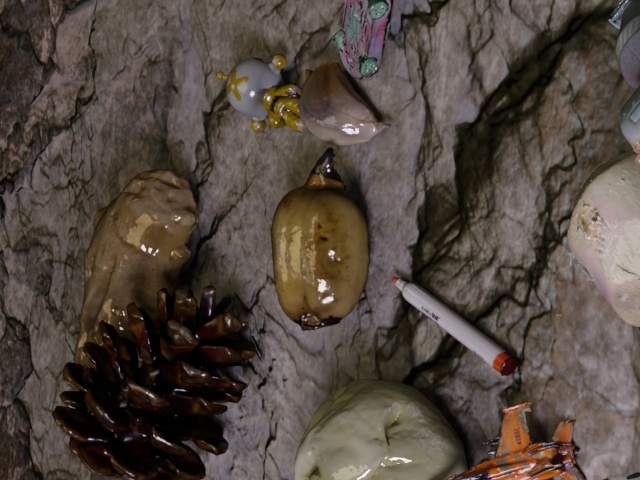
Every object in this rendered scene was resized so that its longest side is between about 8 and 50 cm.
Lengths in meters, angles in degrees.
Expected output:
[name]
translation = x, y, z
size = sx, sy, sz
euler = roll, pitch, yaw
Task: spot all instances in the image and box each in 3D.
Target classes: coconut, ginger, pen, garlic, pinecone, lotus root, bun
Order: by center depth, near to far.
[coconut]
translation = 0.328, 0.005, 1.629
size = 0.171, 0.171, 0.183
euler = -61, 38, 28
[pen]
translation = 0.147, 0.092, 1.950
size = 0.218, 0.026, 0.026
euler = 38, 116, 45
[bun]
translation = 0.053, 0.288, 1.950
size = 0.259, 0.160, 0.259
euler = -7, 81, 47
[lotus root]
translation = 0.000, 0.000, 2.065
size = 0.125, 0.118, 0.221
euler = 0, 85, 18
[garlic]
translation = 0.016, -0.156, 2.090
size = 0.084, 0.066, 0.152
euler = -58, 46, 28
[pinecone]
translation = -0.212, 0.195, 2.224
size = 0.244, 0.244, 0.309
euler = 44, 108, 42
[ginger]
translation = -0.265, 0.064, 2.369
size = 0.190, 0.126, 0.354
euler = 24, 105, 35

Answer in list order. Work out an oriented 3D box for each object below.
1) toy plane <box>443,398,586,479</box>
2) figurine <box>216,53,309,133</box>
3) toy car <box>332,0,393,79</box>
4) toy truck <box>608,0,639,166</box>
[toy plane]
translation = 0.193, 0.250, 1.836
size = 0.188, 0.062, 0.135
euler = -22, 71, 26
[figurine]
translation = -0.066, -0.180, 2.197
size = 0.101, 0.068, 0.143
euler = -48, 66, 31
[toy car]
translation = 0.056, -0.261, 2.058
size = 0.069, 0.055, 0.142
euler = 51, 146, 37
[toy truck]
translation = 0.336, -0.150, 1.597
size = 0.108, 0.140, 0.257
euler = -54, 8, 30
